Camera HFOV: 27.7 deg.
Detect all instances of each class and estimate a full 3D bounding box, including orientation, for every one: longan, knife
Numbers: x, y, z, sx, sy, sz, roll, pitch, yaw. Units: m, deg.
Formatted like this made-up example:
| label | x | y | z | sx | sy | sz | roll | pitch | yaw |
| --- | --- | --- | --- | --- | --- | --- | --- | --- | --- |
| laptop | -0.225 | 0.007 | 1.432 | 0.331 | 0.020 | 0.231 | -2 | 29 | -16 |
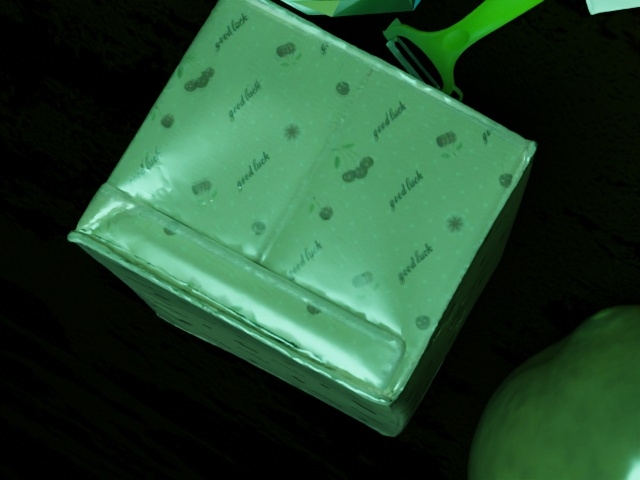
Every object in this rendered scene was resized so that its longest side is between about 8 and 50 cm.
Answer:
| label | x | y | z | sx | sy | sz | roll | pitch | yaw |
| --- | --- | --- | --- | --- | --- | --- | --- | --- | --- |
| longan | 0.229 | 0.174 | 0.945 | 0.258 | 0.258 | 0.258 | 17 | 131 | 20 |
| knife | 0.117 | -0.154 | 0.909 | 0.078 | 0.023 | 0.166 | 45 | 136 | -14 |

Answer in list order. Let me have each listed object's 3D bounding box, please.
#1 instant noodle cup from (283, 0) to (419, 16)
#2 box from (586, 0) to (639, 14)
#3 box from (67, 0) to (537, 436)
| label | x | y | z | sx | sy | sz | roll | pitch | yaw |
| --- | --- | --- | --- | --- | --- | --- | --- | --- | --- |
| instant noodle cup | 0.015 | -0.259 | 0.778 | 0.240 | 0.178 | 0.240 | 17 | 132 | 20 |
| box | 0.215 | -0.269 | 0.694 | 0.194 | 0.111 | 0.260 | -4 | 119 | 34 |
| box | 0.000 | 0.000 | 0.896 | 0.225 | 0.190 | 0.297 | 28 | 172 | 9 |
